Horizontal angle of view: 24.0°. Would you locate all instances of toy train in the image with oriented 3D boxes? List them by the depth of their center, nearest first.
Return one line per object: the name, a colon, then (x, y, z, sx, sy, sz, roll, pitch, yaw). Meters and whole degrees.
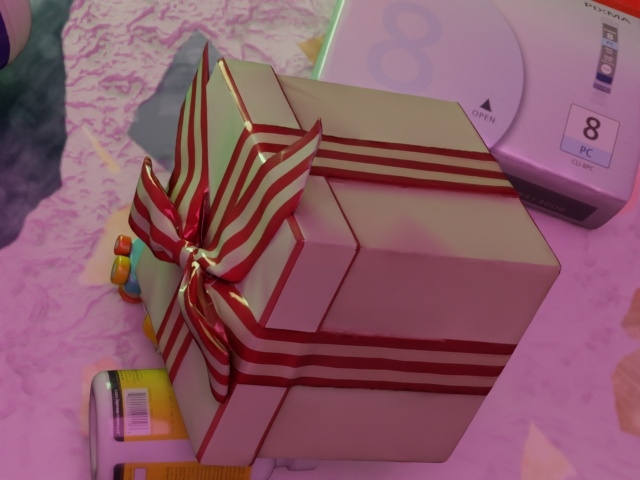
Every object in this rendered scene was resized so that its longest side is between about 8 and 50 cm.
toy train: (-0.112, 0.056, 1.307, 0.125, 0.046, 0.166, -24, 68, -43)

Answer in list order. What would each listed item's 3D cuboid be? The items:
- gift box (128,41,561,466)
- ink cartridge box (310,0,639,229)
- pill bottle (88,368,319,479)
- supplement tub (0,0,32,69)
gift box: (0.000, 0.000, 1.173, 0.258, 0.276, 0.255, 5, 33, -27)
ink cartridge box: (0.182, -0.239, 1.447, 0.308, 0.091, 0.385, 20, 70, -6)
pill bottle: (-0.095, 0.156, 1.242, 0.184, 0.103, 0.103, 0, 72, -13)
supplement tub: (-0.425, -0.160, 1.199, 0.331, 0.241, 0.241, -42, 85, -22)
